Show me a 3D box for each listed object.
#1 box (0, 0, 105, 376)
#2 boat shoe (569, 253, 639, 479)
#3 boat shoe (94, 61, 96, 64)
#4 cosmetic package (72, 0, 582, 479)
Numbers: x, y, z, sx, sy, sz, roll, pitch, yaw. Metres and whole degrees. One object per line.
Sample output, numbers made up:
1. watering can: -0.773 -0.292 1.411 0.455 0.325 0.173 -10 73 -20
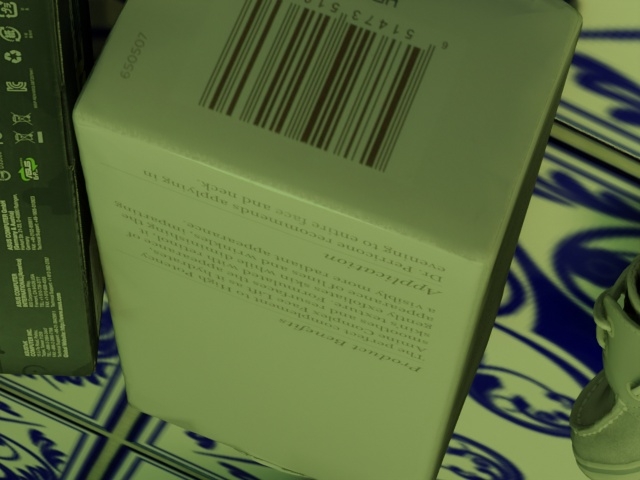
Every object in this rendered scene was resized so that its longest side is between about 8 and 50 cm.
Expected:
1. box: -0.155 -0.052 0.509 0.183 0.059 0.233 1 140 -1
2. boat shoe: 0.115 0.026 0.560 0.063 0.066 0.184 37 156 -6
3. boat shoe: -0.073 -0.012 0.673 0.049 0.040 0.142 18 156 11
4. cosmetic package: 0.000 0.000 0.583 0.117 0.085 0.231 21 158 6
